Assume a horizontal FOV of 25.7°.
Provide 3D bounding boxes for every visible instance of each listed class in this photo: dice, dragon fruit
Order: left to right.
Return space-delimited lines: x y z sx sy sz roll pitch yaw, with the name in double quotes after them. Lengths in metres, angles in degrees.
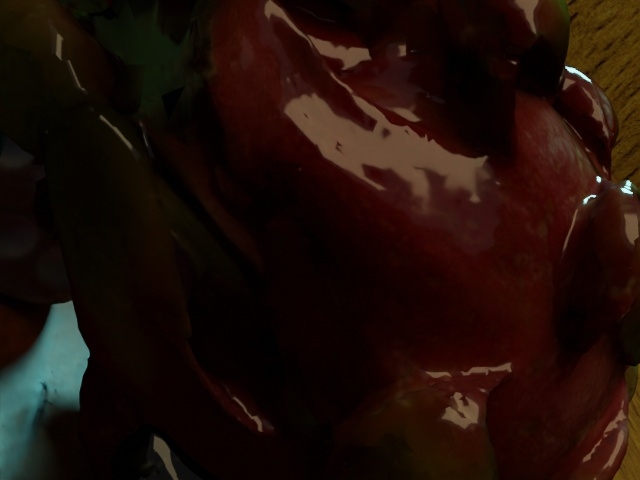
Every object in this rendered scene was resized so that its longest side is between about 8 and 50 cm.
-0.123 -0.035 0.616 0.093 0.094 0.091 34 18 -24 "dice"
0.002 -0.004 0.509 0.243 0.227 0.307 -69 139 -76 "dragon fruit"

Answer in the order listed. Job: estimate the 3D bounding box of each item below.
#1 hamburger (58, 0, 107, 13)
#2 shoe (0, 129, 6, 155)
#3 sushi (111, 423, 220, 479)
-0.107 -0.103 0.796 0.159 0.131 0.185 28 13 -18 "hamburger"
-0.248 -0.120 0.511 0.171 0.132 0.336 11 37 -47 "shoe"
-0.044 0.122 0.391 0.084 0.094 0.098 35 21 -31 "sushi"
